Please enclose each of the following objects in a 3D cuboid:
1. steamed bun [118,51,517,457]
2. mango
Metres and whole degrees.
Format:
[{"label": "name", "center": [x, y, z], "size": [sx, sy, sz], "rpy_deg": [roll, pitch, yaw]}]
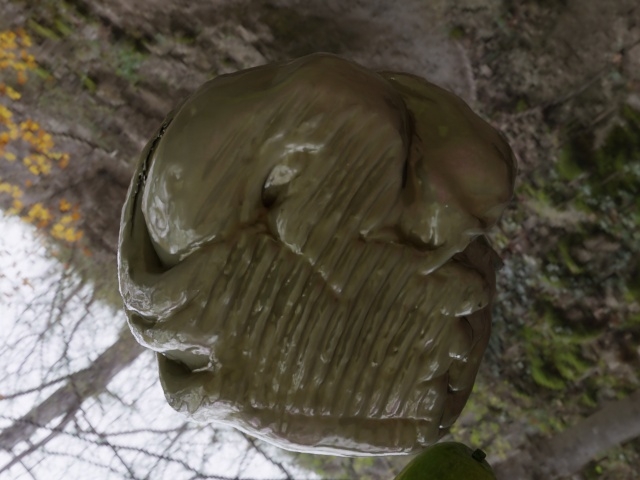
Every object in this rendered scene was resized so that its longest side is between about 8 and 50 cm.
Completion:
[{"label": "steamed bun", "center": [0.000, 0.000, 0.876], "size": [0.352, 0.339, 0.247], "rpy_deg": [12, -163, -14]}, {"label": "mango", "center": [0.122, 0.433, 1.351], "size": [0.156, 0.192, 0.343], "rpy_deg": [38, -108, 7]}]
